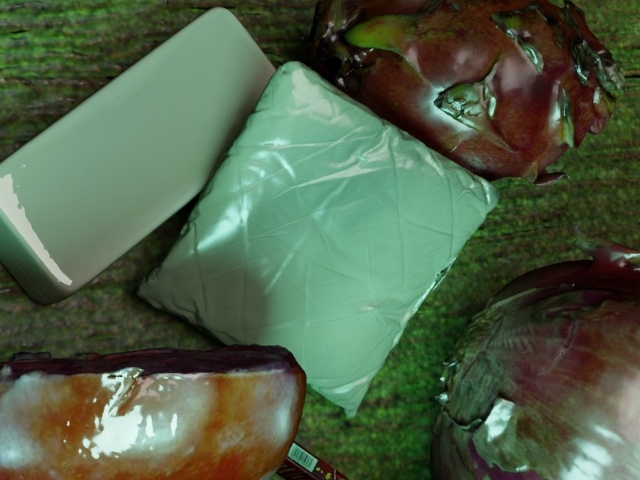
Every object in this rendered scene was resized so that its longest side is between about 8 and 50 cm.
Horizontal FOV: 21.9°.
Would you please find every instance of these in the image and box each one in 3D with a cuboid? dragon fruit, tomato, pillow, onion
[{"bbox_3d":[0.143,-0.167,1.725,0.315,0.250,0.250,-1,78,-20],"label":"dragon fruit"},{"bbox_3d":[-0.176,0.181,1.436,0.335,0.289,0.176,0,86,-27],"label":"tomato"},{"bbox_3d":[-0.002,0.001,1.636,0.274,0.076,0.281,30,98,-24],"label":"pillow"},{"bbox_3d":[0.256,0.171,1.650,0.353,0.353,0.354,8,74,-28],"label":"onion"}]

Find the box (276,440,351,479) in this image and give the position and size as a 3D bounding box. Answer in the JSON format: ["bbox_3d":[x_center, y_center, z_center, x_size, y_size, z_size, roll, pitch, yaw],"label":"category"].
[{"bbox_3d":[-0.016,0.228,1.641,0.082,0.051,0.023,36,64,-16],"label":"box"}]

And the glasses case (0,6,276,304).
[{"bbox_3d":[-0.181,-0.086,1.614,0.336,0.076,0.144,-40,98,-31],"label":"glasses case"}]
